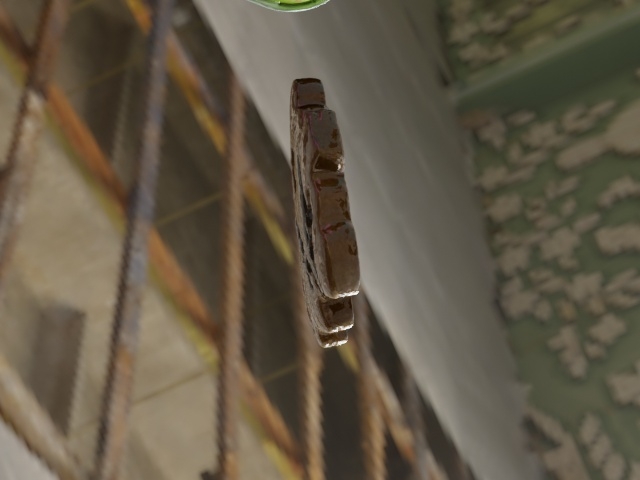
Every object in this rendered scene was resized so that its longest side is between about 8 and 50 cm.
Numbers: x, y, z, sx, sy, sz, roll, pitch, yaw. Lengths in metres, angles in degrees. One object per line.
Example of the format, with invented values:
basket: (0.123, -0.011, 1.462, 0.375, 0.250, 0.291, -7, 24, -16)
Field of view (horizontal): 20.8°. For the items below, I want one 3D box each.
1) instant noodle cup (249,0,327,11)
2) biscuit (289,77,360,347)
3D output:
instant noodle cup: (-0.034, -0.422, 2.107, 0.293, 0.294, 0.308, 63, 172, -11)
biscuit: (-0.001, 0.000, 1.733, 0.278, 0.043, 0.301, -102, 8, -45)
